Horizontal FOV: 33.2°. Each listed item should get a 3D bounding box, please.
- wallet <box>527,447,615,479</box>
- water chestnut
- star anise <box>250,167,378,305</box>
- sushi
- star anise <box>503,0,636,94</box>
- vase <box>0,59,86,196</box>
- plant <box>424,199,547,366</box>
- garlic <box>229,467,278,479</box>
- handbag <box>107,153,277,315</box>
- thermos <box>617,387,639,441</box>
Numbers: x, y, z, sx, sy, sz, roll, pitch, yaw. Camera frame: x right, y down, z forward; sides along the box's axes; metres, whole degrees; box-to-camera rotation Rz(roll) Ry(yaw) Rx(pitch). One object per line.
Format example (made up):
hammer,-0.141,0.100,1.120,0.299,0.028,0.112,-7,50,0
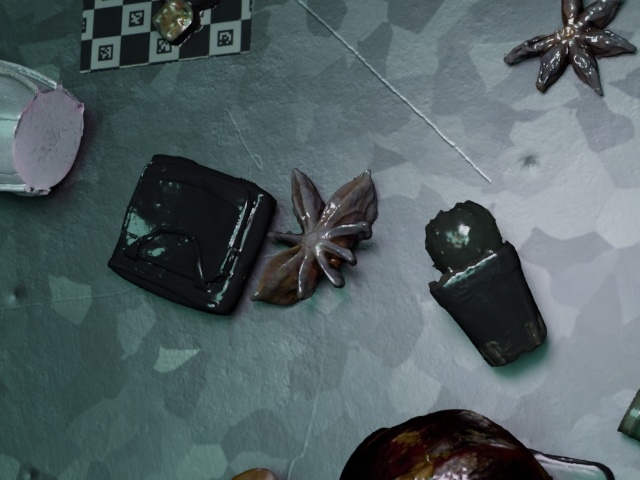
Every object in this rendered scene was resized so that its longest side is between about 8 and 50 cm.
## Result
wallet,0.249,0.402,1.630,0.378,0.051,0.197,5,82,20
water chestnut,0.190,0.418,1.455,0.335,0.335,0.347,-54,37,1
star anise,0.002,-0.005,1.780,0.199,0.111,0.257,9,73,35
sushi,-0.302,-0.501,2.013,0.359,0.064,0.343,-3,77,18
star anise,0.417,-0.326,1.733,0.172,0.063,0.208,41,92,20
vase,-0.669,-0.223,1.990,0.446,0.250,0.249,14,82,25
plant,0.246,0.066,1.652,0.142,0.164,0.256,-26,82,11
garlic,-0.160,0.461,1.701,0.214,0.191,0.160,-9,100,5
handbag,-0.228,-0.014,1.858,0.275,0.088,0.244,21,88,26
thermos,0.531,0.292,1.555,0.188,0.083,0.073,30,110,21
